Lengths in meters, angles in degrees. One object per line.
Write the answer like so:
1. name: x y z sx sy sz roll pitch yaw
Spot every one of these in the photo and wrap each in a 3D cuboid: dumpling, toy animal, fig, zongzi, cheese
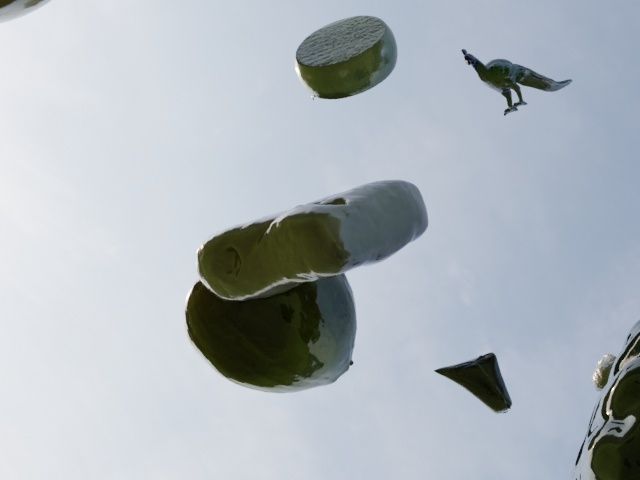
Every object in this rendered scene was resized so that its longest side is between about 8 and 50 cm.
1. dumpling: 0.459 0.212 1.308 0.043 0.059 0.077 3 -25 11
2. toy animal: 0.278 -0.209 1.125 0.041 0.217 0.074 -28 -119 53
3. fig: -0.087 0.144 1.575 0.344 0.343 0.343 14 -64 31
4. zongzi: 0.262 0.255 1.395 0.052 0.113 0.104 108 -34 -67
5. cheese: 0.000 0.000 1.345 0.351 0.328 0.129 -17 -90 46

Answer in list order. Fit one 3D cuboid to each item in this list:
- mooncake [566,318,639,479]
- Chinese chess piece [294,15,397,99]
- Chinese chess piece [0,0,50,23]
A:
1. mooncake: 0.335 0.216 0.761 0.188 0.351 0.351 17 -62 18
2. Chinese chess piece: 0.035 -0.251 1.124 0.144 0.144 0.058 7 -43 33
3. Chinese chess piece: -0.260 -0.262 0.533 0.251 0.097 0.250 1 -57 2
